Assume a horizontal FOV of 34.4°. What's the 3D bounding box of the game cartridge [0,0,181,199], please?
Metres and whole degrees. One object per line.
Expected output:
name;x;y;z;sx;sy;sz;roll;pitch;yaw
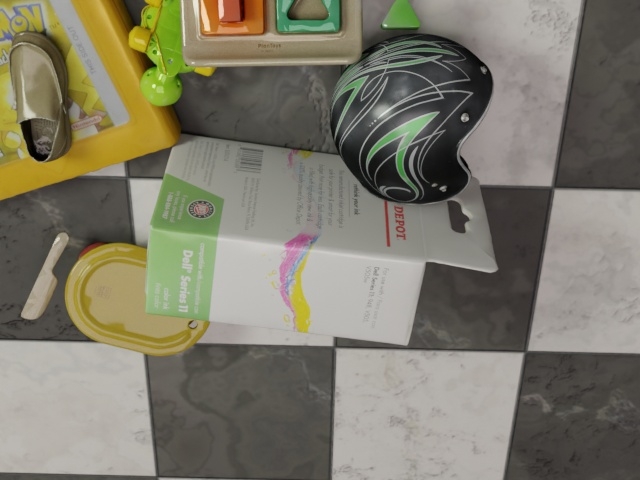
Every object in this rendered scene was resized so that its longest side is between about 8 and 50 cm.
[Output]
game cartridge;-0.340;-0.204;1.098;0.285;0.053;0.324;-16;123;12

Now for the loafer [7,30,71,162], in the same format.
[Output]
loafer;-0.291;-0.145;1.079;0.056;0.050;0.148;-4;123;4

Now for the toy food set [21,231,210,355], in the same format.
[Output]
toy food set;-0.240;0.060;1.271;0.217;0.071;0.128;17;99;-12

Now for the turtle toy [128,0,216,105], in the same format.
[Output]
turtle toy;-0.151;-0.203;1.074;0.095;0.066;0.130;20;88;-11

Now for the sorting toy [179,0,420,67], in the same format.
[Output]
sorting toy;-0.052;-0.268;1.002;0.347;0.047;0.196;-1;97;2

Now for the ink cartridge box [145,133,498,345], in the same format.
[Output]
ink cartridge box;0.000;0.000;1.133;0.353;0.207;0.119;8;124;-3

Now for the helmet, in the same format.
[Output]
helmet;0.094;-0.133;1.072;0.169;0.169;0.162;-5;140;4
